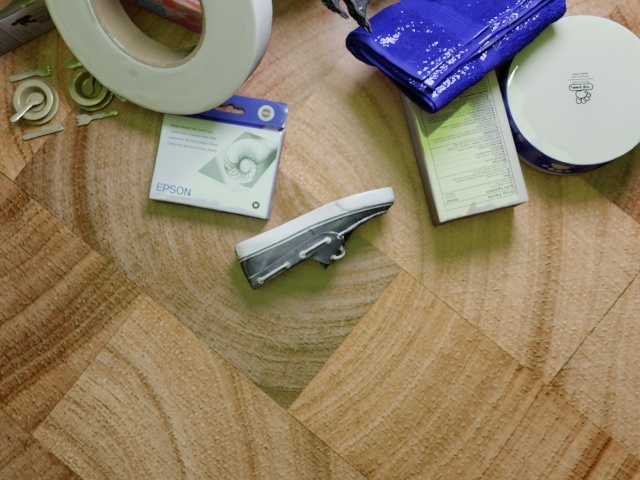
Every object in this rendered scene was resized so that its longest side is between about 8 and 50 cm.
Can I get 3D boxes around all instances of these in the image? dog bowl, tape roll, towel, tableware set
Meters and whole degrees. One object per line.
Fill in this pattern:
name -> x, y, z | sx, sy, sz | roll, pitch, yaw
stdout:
dog bowl -> 0.444, -0.251, 1.218 | 0.265, 0.104, 0.265 | 0, 87, 2
tape roll -> -0.268, -0.388, 1.125 | 0.392, 0.392, 0.072 | 23, 45, 3
towel -> 0.219, -0.361, 1.136 | 0.308, 0.076, 0.227 | -37, 60, -13
tableware set -> -0.481, -0.273, 1.284 | 0.194, 0.039, 0.128 | -14, 86, 1

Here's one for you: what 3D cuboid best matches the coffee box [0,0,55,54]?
coffee box -> -0.643, -0.423, 1.259 | 0.297, 0.119, 0.168 | -26, 87, 0

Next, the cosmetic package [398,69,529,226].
cosmetic package -> 0.241, -0.193, 1.218 | 0.160, 0.113, 0.309 | -13, 87, 2

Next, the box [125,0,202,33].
box -> -0.284, -0.490, 1.235 | 0.300, 0.154, 0.142 | 24, 89, 2

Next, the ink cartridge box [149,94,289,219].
ink cartridge box -> -0.183, -0.164, 1.264 | 0.223, 0.045, 0.224 | 9, 87, 3

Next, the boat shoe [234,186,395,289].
boat shoe -> 0.000, 0.000, 1.220 | 0.301, 0.108, 0.102 | -23, 86, 3

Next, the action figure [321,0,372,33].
action figure -> 0.125, -0.468, 1.128 | 0.276, 0.141, 0.164 | -49, 45, -3
